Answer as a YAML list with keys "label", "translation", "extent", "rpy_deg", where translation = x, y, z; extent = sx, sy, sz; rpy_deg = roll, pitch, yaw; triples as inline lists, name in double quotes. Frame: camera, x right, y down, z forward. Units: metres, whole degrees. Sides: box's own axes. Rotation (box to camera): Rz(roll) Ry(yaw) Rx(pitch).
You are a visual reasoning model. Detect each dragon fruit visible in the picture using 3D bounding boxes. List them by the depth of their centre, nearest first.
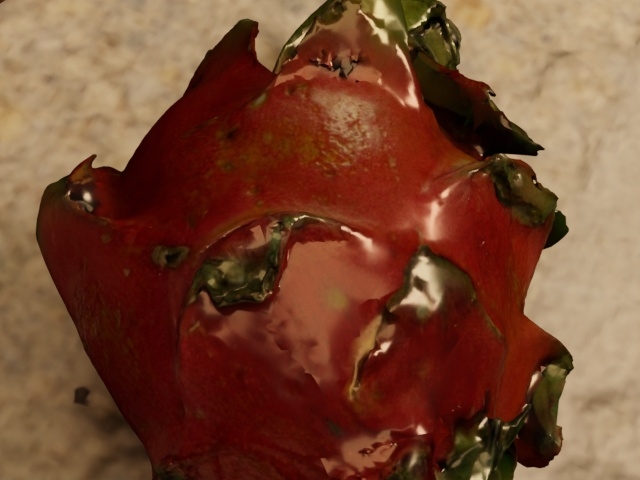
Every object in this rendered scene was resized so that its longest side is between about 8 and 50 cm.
- label: "dragon fruit"
  translation: [0.021, 0.006, 0.721]
  extent: [0.200, 0.198, 0.269]
  rpy_deg: [29, 51, 21]

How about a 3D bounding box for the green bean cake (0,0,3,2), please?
- label: "green bean cake"
  translation: [-0.216, -0.197, 0.761]
  extent: [0.198, 0.233, 0.097]
  rpy_deg: [18, 68, 8]
